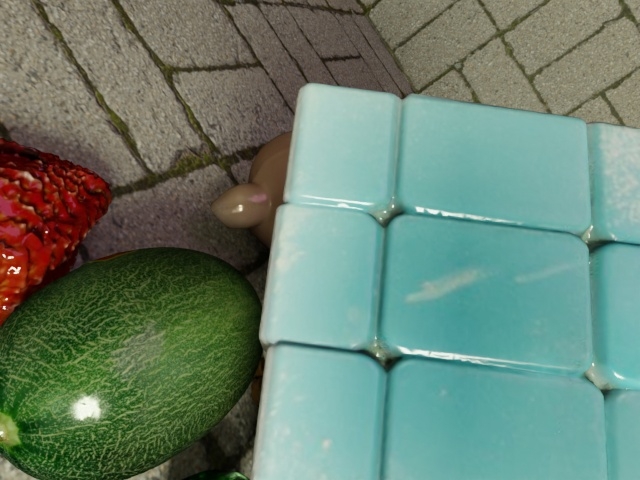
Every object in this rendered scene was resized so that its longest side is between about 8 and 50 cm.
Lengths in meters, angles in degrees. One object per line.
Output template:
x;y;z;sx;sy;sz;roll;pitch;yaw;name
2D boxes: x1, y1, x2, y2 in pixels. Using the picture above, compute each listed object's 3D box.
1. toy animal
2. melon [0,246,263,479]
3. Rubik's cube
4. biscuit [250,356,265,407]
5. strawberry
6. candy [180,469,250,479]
0.000;0.000;0.841;0.269;0.236;0.327;69;2;-58;toy animal
-0.160;0.100;0.500;0.182;0.182;0.287;60;26;4;melon
0.110;0.085;0.549;0.321;0.319;0.316;9;71;-2;Rubik's cube
-0.025;0.212;0.762;0.175;0.026;0.124;40;32;-30;biscuit
-0.282;-0.026;0.511;0.188;0.106;0.286;56;28;-10;strawberry
-0.172;0.261;0.452;0.323;0.097;0.097;-2;63;-49;candy
